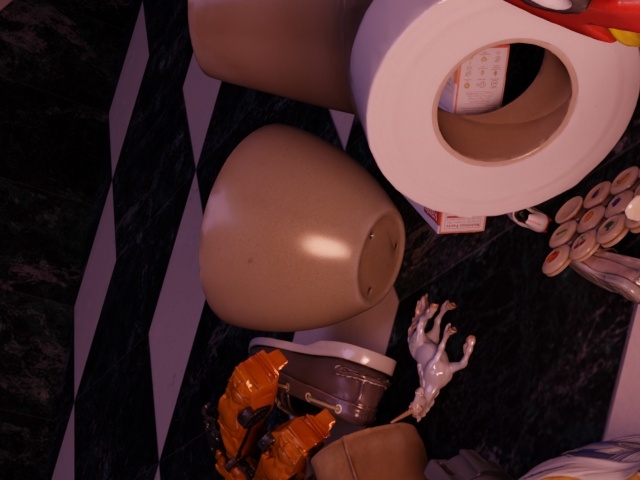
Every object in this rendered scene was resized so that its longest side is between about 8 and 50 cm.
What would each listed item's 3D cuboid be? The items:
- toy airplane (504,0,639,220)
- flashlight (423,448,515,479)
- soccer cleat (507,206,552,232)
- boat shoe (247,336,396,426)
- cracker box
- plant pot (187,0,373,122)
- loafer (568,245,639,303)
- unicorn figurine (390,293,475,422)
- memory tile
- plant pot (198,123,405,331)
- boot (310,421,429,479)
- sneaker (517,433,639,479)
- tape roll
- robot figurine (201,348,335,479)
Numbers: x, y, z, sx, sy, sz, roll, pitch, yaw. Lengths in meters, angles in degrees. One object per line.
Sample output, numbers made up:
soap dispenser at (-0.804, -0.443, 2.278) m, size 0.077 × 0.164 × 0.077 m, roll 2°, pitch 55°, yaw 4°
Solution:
toy airplane at (0.363, -0.179, 0.818) m, size 0.386 × 0.272 × 0.384 m, roll -33°, pitch 63°, yaw 18°
flashlight at (0.200, 0.291, 0.991) m, size 0.304 × 0.103 × 0.103 m, roll -140°, pitch 36°, yaw -69°
soccer cleat at (0.225, -0.030, 1.222) m, size 0.029 × 0.035 × 0.083 m, roll -67°, pitch 25°, yaw 11°
boat shoe at (-0.017, 0.193, 1.493) m, size 0.324 × 0.116 × 0.097 m, roll -6°, pitch 65°, yaw 58°
cracker box at (0.155, -0.143, 1.324) m, size 0.156 × 0.067 × 0.232 m, roll -123°, pitch 34°, yaw -60°
plant pot at (-0.020, -0.317, 1.477) m, size 0.323 × 0.280 × 0.323 m, roll 2°, pitch -90°, yaw -80°
loafer at (0.283, 0.027, 1.058) m, size 0.039 × 0.045 × 0.125 m, roll -51°, pitch 23°, yaw -1°
unicorn figurine at (0.132, 0.139, 1.291) m, size 0.111 × 0.060 × 0.162 m, roll -62°, pitch 10°, yaw 23°
memory tile at (0.279, -0.027, 1.073) m, size 0.148 × 0.012 × 0.113 m, roll -35°, pitch 19°, yaw 46°
plant pot at (0.000, 0.000, 1.455) m, size 0.191 × 0.284 × 0.284 m, roll 14°, pitch 86°, yaw 29°
boot at (0.028, 0.345, 1.205) m, size 0.269 × 0.236 × 0.089 m, roll -106°, pitch 6°, yaw -48°
sneaker at (0.285, 0.189, 0.855) m, size 0.296 × 0.131 × 0.112 m, roll -10°, pitch 100°, yaw 40°
tape roll at (0.175, -0.164, 1.119) m, size 0.286 × 0.286 × 0.100 m, roll -57°, pitch 27°, yaw 30°
robot figurine at (-0.071, 0.274, 1.464) m, size 0.211 × 0.085 × 0.291 m, roll 50°, pitch 151°, yaw 19°
